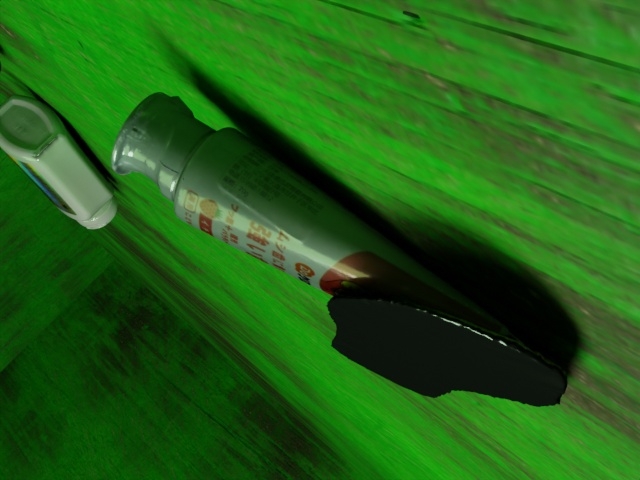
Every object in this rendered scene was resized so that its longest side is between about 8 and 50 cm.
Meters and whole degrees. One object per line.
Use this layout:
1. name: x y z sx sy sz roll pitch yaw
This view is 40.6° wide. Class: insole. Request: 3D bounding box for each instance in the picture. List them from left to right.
1. insole: 0.055 0.068 0.505 0.119 0.009 0.348 26 169 3

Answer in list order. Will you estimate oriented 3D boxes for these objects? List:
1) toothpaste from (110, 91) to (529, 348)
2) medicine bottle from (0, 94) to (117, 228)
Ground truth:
1. toothpaste: 0.000 0.000 0.455 0.234 0.057 0.089 31 167 8
2. medicine bottle: -0.335 -0.091 1.129 0.115 0.078 0.219 35 165 26
